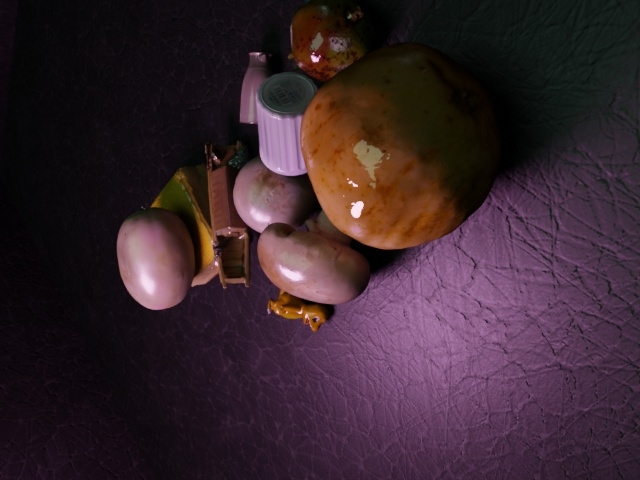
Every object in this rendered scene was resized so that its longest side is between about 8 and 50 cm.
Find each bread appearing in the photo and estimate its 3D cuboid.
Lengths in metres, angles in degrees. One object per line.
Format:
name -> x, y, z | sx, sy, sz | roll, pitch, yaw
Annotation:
bread -> -0.419, -0.042, 1.681 | 0.333, 0.143, 0.324 | -36, 77, 42

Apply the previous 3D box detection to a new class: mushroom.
mushroom -> 0.000, 0.000, 1.225 | 0.292, 0.292, 0.290 | 17, 87, 40
mushroom -> -0.123, -0.128, 1.371 | 0.226, 0.178, 0.227 | 3, 105, 9

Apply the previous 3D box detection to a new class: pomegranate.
pomegranate -> 0.136, -0.160, 0.979 | 0.409, 0.409, 0.411 | 13, 109, 41
pomegranate -> 0.009, -0.454, 1.135 | 0.245, 0.198, 0.199 | 25, 117, 41

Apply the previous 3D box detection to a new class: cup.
cup -> -0.050, -0.292, 1.225 | 0.167, 0.220, 0.202 | 59, 166, 26

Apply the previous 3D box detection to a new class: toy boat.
toy boat -> -0.255, -0.082, 1.459 | 0.162, 0.135, 0.447 | 132, 134, -74

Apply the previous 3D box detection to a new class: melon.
melon -> -0.496, 0.051, 1.532 | 0.222, 0.223, 0.318 | 3, 106, 43

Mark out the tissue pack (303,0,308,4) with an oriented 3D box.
tissue pack -> -0.002, -0.548, 1.237 | 0.138, 0.027, 0.085 | 48, 128, 20

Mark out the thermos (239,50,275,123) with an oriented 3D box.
thermos -> -0.171, -0.418, 1.388 | 0.137, 0.104, 0.194 | -145, 55, -70

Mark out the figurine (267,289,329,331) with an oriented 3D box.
figurine -> -0.050, 0.178, 1.437 | 0.176, 0.121, 0.123 | 19, 86, 25
